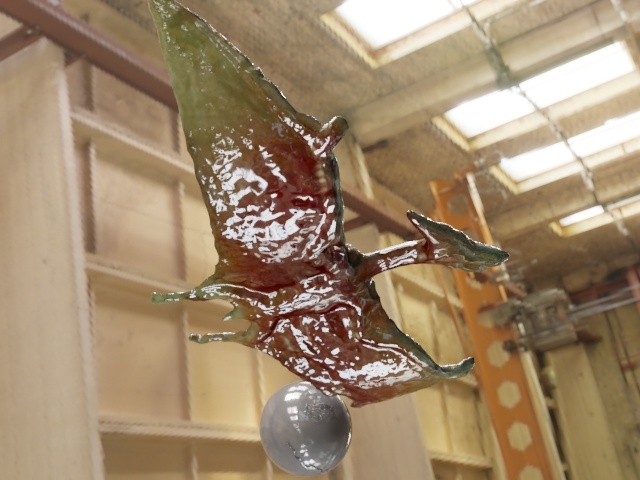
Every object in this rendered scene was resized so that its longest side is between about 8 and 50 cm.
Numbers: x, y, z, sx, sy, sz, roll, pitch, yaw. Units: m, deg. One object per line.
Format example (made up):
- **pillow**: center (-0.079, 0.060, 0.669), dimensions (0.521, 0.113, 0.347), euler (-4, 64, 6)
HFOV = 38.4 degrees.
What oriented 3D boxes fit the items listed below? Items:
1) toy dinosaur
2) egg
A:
- **toy dinosaur**: center (-0.010, -0.001, 0.583), dimensions (0.327, 0.207, 0.112), euler (31, -145, -30)
- **egg**: center (-0.023, 0.296, 1.444), dimensions (0.198, 0.147, 0.146), euler (-119, 4, -83)
